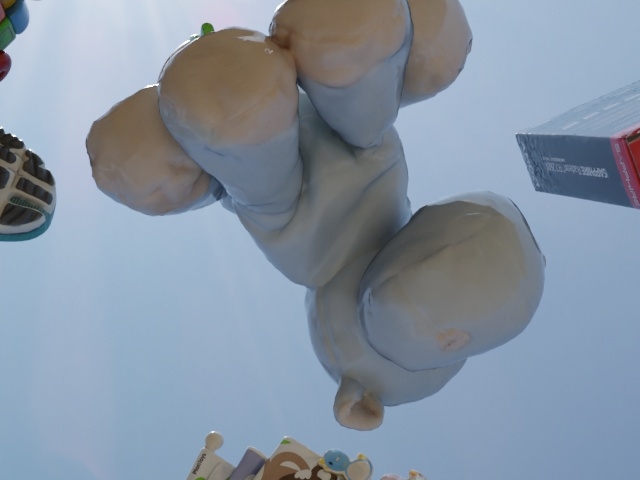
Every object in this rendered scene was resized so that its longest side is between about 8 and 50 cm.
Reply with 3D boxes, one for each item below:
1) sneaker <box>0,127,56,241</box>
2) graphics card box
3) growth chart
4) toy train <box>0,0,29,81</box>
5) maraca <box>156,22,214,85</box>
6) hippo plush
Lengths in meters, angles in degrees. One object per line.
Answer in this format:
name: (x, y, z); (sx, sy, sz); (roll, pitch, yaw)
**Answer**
sneaker: (-0.331, -0.033, 0.954); (0.275, 0.110, 0.107); (5, -133, 13)
graphics card box: (0.397, -0.128, 1.432); (0.232, 0.371, 0.094); (-24, -80, -7)
growth chart: (-0.010, 0.233, 0.978); (0.237, 0.021, 0.172); (15, -130, 7)
toy train: (-0.328, -0.261, 1.182); (0.105, 0.248, 0.143); (41, -102, 5)
maraca: (-0.107, -0.142, 1.184); (0.099, 0.185, 0.127); (-17, -93, -15)
hippo plush: (0.000, 0.000, 0.754); (0.234, 0.294, 0.237); (-22, -98, -42)
